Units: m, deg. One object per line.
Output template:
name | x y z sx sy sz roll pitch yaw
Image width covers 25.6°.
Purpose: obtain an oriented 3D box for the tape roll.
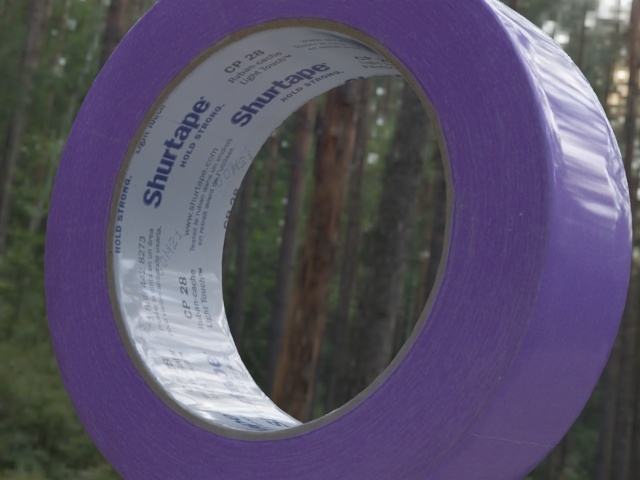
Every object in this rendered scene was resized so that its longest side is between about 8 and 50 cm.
tape roll | 0.000 0.000 0.658 0.275 0.274 0.090 0 -10 33
